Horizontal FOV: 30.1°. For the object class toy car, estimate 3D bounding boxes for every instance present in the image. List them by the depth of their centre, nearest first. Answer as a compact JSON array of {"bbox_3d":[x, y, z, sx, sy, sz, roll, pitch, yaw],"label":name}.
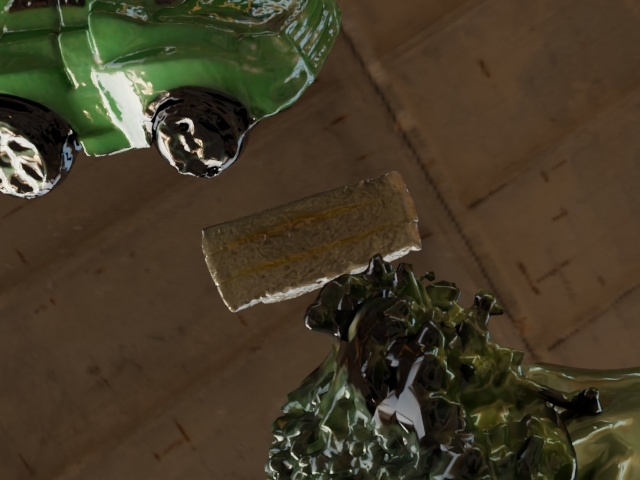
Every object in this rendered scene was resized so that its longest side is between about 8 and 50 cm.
[{"bbox_3d":[-0.173,-0.160,0.927,0.213,0.358,0.176,-64,-38,-48],"label":"toy car"}]

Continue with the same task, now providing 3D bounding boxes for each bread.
[{"bbox_3d":[-0.007,-0.002,0.996,0.105,0.152,0.077,-4,-107,-53],"label":"bread"}]

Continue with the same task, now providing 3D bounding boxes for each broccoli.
[{"bbox_3d":[0.108,0.109,0.586,0.243,0.263,0.247,-14,-101,-31],"label":"broccoli"}]
